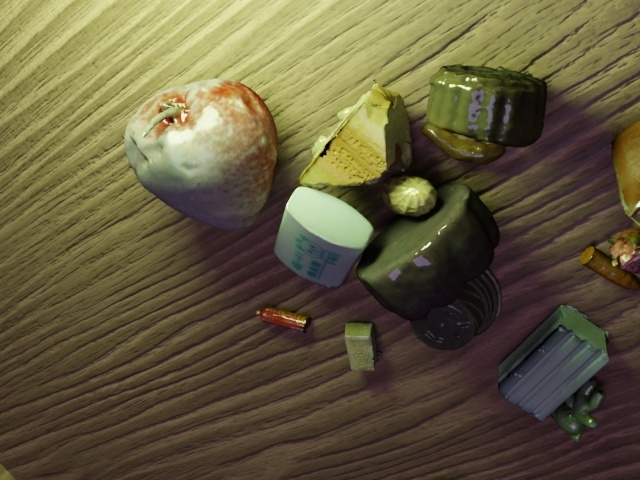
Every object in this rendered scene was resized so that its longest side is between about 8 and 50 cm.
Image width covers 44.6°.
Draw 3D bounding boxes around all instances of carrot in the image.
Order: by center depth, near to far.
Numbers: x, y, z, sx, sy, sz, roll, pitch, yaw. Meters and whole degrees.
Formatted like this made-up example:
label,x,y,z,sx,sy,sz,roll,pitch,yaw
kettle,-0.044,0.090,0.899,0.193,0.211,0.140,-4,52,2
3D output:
label,x,y,z,sx,sy,sz,roll,pitch,yaw
carrot,0.620,0.065,1.652,0.139,0.048,0.048,32,124,-2

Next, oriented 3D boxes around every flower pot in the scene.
label,x,y,z,sx,sy,sz,roll,pitch,yaw
flower pot,0.287,0.157,1.773,0.236,0.140,0.235,9,119,16

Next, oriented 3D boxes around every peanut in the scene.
label,x,y,z,sx,sy,sz,roll,pitch,yaw
peanut,0.177,-0.095,1.627,0.093,0.194,0.083,11,94,-20

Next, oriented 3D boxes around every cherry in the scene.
label,x,y,z,sx,sy,sz,roll,pitch,yaw
cherry,-0.254,-0.185,1.683,0.326,0.291,0.335,4,136,-2

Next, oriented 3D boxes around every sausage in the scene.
label,x,y,z,sx,sy,sz,roll,pitch,yaw
sausage,-0.098,0.197,1.994,0.145,0.050,0.048,13,141,17

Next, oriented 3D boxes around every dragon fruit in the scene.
label,x,y,z,sx,sy,sz,roll,pitch,yaw
dragon fruit,0.669,0.018,1.579,0.147,0.102,0.096,19,131,-3

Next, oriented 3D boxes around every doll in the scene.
label,x,y,z,sx,sy,sz,roll,pitch,yaw
doll,0.616,0.394,1.830,0.115,0.078,0.150,56,129,39

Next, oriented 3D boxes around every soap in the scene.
label,x,y,z,sx,sy,sz,roll,pitch,yaw
soap,0.531,0.279,1.787,0.150,0.094,0.261,32,124,-6

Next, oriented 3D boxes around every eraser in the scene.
label,x,y,z,sx,sy,sz,roll,pitch,yaw
eraser,0.000,0.000,1.721,0.189,0.104,0.290,32,159,3

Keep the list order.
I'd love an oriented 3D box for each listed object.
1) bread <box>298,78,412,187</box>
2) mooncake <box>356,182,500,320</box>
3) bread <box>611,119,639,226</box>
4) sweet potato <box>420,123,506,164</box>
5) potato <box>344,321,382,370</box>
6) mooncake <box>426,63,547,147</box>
label,x,y,z,sx,sy,sz,roll,pitch,yaw
bread,0.070,-0.228,1.601,0.224,0.183,0.211,4,119,15
mooncake,0.227,0.023,1.635,0.306,0.306,0.154,-31,111,31
bread,0.679,-0.158,1.336,0.324,0.333,0.143,-32,107,28
sweet potato,0.290,-0.194,1.621,0.182,0.053,0.054,20,162,11
potato,0.105,0.267,1.950,0.086,0.061,0.122,0,119,18
mooncake,0.315,-0.264,1.472,0.228,0.228,0.124,14,115,12
